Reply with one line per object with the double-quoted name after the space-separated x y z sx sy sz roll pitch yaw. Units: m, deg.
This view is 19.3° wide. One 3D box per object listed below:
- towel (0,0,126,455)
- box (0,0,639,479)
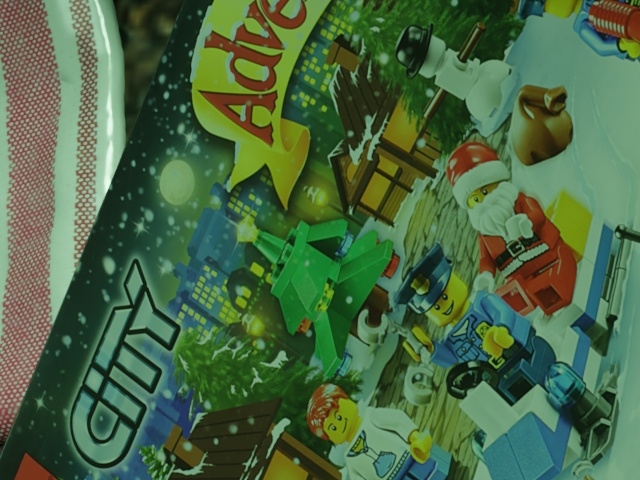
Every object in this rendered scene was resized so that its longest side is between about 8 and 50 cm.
-0.143 0.003 0.530 0.197 0.029 0.144 -13 71 20 "towel"
0.035 0.008 0.344 0.159 0.044 0.233 32 108 29 "box"
